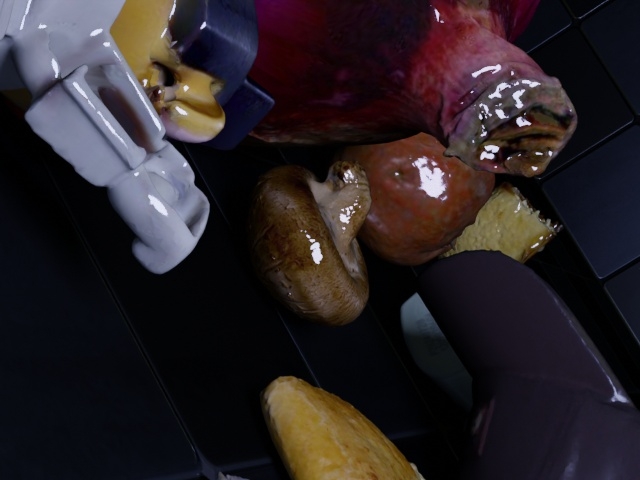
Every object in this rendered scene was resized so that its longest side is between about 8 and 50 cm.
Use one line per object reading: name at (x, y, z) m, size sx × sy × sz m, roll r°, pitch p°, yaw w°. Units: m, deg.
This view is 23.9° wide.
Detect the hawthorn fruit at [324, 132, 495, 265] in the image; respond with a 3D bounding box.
hawthorn fruit at (0.073, -0.070, 1.335) m, size 0.189 × 0.149 × 0.149 m, roll 57°, pitch 12°, yaw -19°

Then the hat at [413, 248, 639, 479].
hat at (0.150, 0.182, 1.072) m, size 0.336 × 0.209 × 0.238 m, roll 42°, pitch -11°, yaw 12°

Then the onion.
onion at (0.034, -0.179, 0.996) m, size 0.385 × 0.348 × 0.348 m, roll 52°, pitch 8°, yaw 33°

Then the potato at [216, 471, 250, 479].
potato at (-0.034, 0.180, 0.500) m, size 0.164 × 0.081 × 0.200 m, roll 55°, pitch 13°, yaw -46°

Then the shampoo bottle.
shampoo bottle at (0.193, 0.157, 1.389) m, size 0.359 × 0.078 × 0.134 m, roll 45°, pitch 13°, yaw -42°

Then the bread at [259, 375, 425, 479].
bread at (0.015, 0.130, 0.857) m, size 0.136 × 0.054 × 0.154 m, roll 51°, pitch 11°, yaw -11°

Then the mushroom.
mushroom at (-0.009, 0.001, 1.010) m, size 0.126 × 0.085 × 0.109 m, roll -62°, pitch 154°, yaw -78°

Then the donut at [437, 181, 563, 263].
donut at (0.187, 0.000, 1.622) m, size 0.085 × 0.141 × 0.217 m, roll 49°, pitch 4°, yaw 5°

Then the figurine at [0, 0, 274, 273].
figurine at (-0.129, -0.122, 0.730) m, size 0.308 × 0.143 × 0.308 m, roll 40°, pitch 40°, yaw -45°
